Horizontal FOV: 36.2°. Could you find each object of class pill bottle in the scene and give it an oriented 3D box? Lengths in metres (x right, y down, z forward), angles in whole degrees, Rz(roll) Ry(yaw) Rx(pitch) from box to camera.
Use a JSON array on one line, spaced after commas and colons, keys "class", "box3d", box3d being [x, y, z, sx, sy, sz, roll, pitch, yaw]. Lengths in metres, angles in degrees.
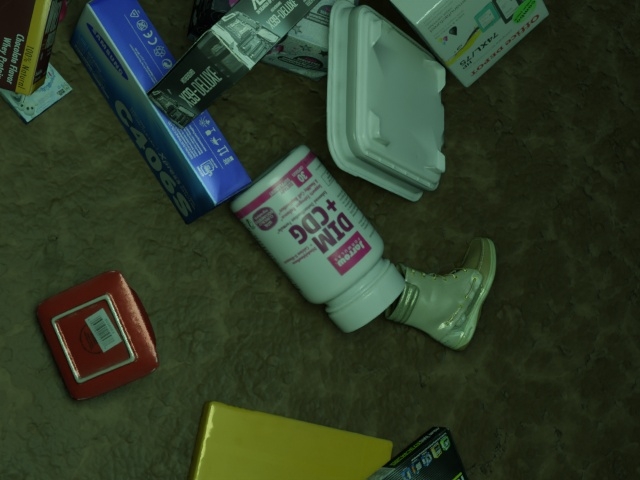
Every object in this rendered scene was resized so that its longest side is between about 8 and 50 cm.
[{"class": "pill bottle", "box3d": [0.000, 0.000, 1.577, 0.160, 0.160, 0.283, -43, 99, -25]}]

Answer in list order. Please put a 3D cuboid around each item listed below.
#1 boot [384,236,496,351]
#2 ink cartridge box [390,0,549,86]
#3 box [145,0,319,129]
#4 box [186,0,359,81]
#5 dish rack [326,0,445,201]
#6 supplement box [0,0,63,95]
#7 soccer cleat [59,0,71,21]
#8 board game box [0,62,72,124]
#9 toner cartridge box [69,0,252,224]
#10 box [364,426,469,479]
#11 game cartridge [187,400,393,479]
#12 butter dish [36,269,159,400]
[{"class": "boot", "box3d": [0.209, 0.067, 1.706, 0.165, 0.077, 0.213, 25, 74, -16]}, {"class": "ink cartridge box", "box3d": [0.221, -0.429, 1.639, 0.198, 0.270, 0.197, -42, 63, 11]}, {"class": "box", "box3d": [-0.085, -0.310, 1.382, 0.076, 0.242, 0.307, 46, 61, -11]}, {"class": "box", "box3d": [-0.074, -0.389, 1.629, 0.247, 0.142, 0.163, 15, 74, -21]}, {"class": "dish rack", "box3d": [0.126, -0.231, 1.635, 0.333, 0.072, 0.285, 19, 69, -56]}, {"class": "supplement box", "box3d": [-0.477, -0.330, 1.388, 0.194, 0.129, 0.191, 15, 104, -11]}, {"class": "soccer cleat", "box3d": [-0.490, -0.480, 1.494, 0.143, 0.116, 0.331, -16, 97, 6]}, {"class": "board game box", "box3d": [-0.446, -0.239, 1.502, 0.090, 0.020, 0.090, -43, 99, -24]}, {"class": "toner cartridge box", "box3d": [-0.249, -0.200, 1.503, 0.075, 0.165, 0.348, -34, 94, -26]}, {"class": "box", "box3d": [0.170, 0.430, 1.603, 0.191, 0.045, 0.184, -28, 99, -37]}, {"class": "game cartridge", "box3d": [-0.057, 0.423, 1.537, 0.324, 0.053, 0.285, 17, 74, -18]}, {"class": "butter dish", "box3d": [-0.309, 0.133, 1.446, 0.160, 0.118, 0.160, -23, 89, 18]}]
